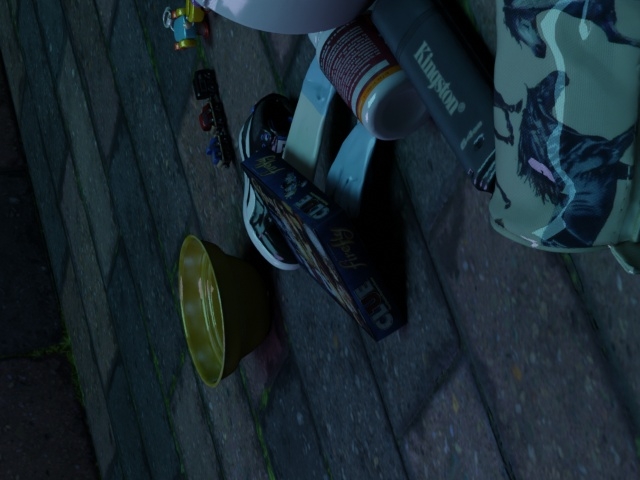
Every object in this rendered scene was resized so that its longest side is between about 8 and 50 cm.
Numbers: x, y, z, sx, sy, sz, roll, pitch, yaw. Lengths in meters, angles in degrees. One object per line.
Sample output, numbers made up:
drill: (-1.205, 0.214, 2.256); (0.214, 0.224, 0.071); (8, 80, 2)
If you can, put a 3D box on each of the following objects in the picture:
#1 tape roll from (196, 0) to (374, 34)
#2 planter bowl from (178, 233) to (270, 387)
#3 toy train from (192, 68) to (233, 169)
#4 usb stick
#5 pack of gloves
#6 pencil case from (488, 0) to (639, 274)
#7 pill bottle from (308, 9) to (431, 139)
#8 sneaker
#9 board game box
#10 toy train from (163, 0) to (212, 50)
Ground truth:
tape roll: (-0.028, -0.347, 1.527); (0.169, 0.246, 0.246); (114, 143, -57)
planter bowl: (-0.127, 0.094, 2.202); (0.217, 0.090, 0.217); (173, 90, -71)
toy train: (-0.157, -0.175, 2.260); (0.027, 0.036, 0.158); (127, 132, -63)
usb stick: (0.121, -0.153, 1.456); (0.077, 0.045, 0.278); (-47, 45, 22)
pack of gloves: (0.035, -0.148, 1.751); (0.195, 0.046, 0.232); (-126, 44, -51)
pencil case: (0.203, -0.190, 1.067); (0.183, 0.160, 0.410); (31, 128, 53)
pill bottle: (0.049, -0.178, 1.585); (0.152, 0.086, 0.086); (55, 148, 36)
sneaker: (-0.053, -0.081, 1.942); (0.121, 0.079, 0.216); (118, 141, -61)
board game box: (0.000, 0.000, 1.780); (0.165, 0.042, 0.243); (60, 172, -28)
toy train: (-0.184, -0.354, 2.260); (0.166, 0.046, 0.125); (109, 148, -46)
